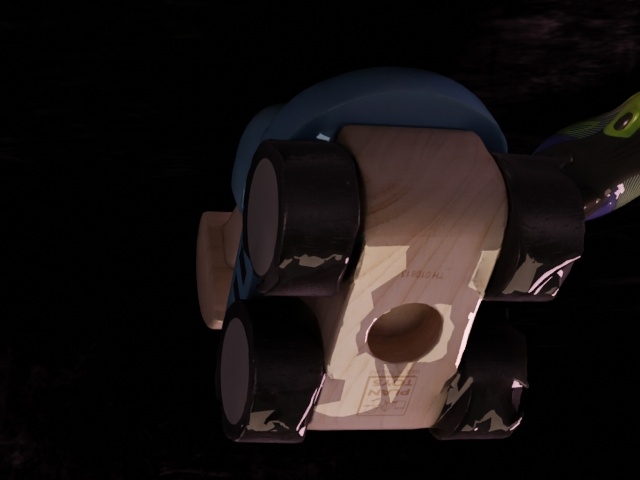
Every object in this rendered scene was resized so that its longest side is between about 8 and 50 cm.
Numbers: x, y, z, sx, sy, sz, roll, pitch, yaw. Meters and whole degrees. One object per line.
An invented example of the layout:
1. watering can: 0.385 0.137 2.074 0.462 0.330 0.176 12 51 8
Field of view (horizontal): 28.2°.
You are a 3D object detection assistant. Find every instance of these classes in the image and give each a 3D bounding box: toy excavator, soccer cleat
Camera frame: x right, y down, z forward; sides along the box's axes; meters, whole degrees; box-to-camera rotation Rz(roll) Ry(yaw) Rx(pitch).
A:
1. toy excavator: 0.000 0.000 1.094 0.222 0.445 0.433 2 127 -17
2. soccer cleat: 0.284 -0.089 1.039 0.121 0.093 0.289 -33 -173 -39
